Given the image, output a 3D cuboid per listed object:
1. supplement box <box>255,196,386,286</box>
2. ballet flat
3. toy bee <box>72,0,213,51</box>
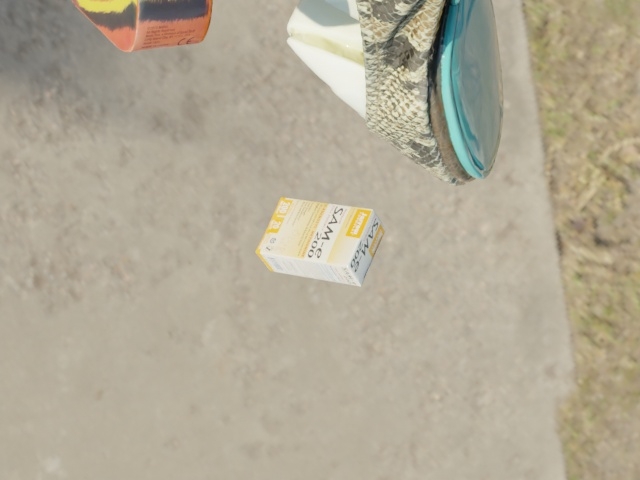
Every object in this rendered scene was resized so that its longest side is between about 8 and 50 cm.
[{"bbox_3d":[0.000,0.000,1.172,0.036,0.098,0.062,55,51,-49],"label":"supplement box"},{"bbox_3d":[0.050,-0.194,0.984,0.483,0.182,0.164,74,28,-67],"label":"ballet flat"},{"bbox_3d":[-0.176,-0.235,0.834,0.195,0.298,0.162,-34,137,-51],"label":"toy bee"}]
